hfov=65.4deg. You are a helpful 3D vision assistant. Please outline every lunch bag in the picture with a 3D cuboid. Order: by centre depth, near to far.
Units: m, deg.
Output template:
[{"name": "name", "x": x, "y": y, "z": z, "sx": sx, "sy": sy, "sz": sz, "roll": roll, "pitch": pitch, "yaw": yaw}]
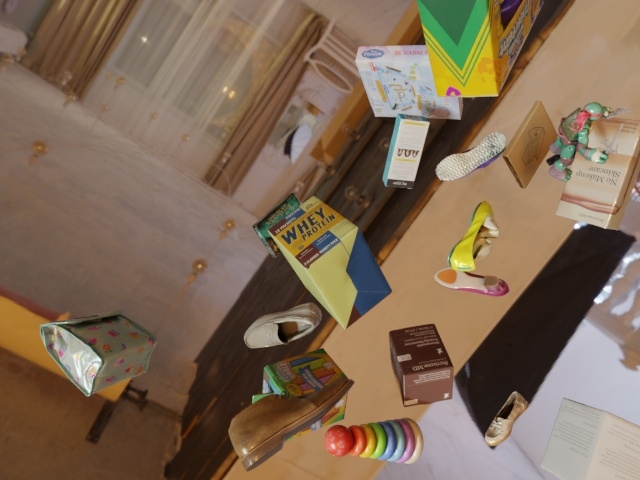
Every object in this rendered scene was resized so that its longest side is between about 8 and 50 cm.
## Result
[{"name": "lunch bag", "x": -0.663, "y": 0.302, "z": 1.482, "sx": 0.262, "sy": 0.160, "sz": 0.223, "roll": 32, "pitch": -163, "yaw": 22}]

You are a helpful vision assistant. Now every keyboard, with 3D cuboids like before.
[{"name": "keyboard", "x": 0.885, "y": -0.309, "z": 1.727, "sx": 0.100, "sy": 0.192, "sz": 0.038, "roll": 7, "pitch": -124, "yaw": -58}]

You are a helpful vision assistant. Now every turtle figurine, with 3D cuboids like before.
[{"name": "turtle figurine", "x": 0.590, "y": -0.240, "z": 1.114, "sx": 0.118, "sy": 0.175, "sz": 0.234, "roll": 28, "pitch": 159, "yaw": 8}]

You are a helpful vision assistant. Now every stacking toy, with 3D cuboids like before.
[{"name": "stacking toy", "x": 0.158, "y": 0.626, "z": 1.549, "sx": 0.330, "sy": 0.141, "sz": 0.141, "roll": 12, "pitch": -159, "yaw": -31}]

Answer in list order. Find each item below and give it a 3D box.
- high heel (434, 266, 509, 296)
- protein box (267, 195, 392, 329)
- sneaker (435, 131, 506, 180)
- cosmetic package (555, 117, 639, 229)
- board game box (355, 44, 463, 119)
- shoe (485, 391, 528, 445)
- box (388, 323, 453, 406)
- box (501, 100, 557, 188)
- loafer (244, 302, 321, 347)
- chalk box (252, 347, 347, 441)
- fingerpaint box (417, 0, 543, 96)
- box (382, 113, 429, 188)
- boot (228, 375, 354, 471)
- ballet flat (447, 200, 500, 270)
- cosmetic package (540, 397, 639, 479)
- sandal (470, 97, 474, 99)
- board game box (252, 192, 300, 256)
[{"name": "high heel", "x": 0.516, "y": 0.146, "z": 1.704, "sx": 0.244, "sy": 0.082, "sz": 0.117, "roll": -2, "pitch": 154, "yaw": 40}, {"name": "protein box", "x": 0.019, "y": 0.043, "z": 1.090, "sx": 0.201, "sy": 0.136, "sz": 0.200, "roll": 41, "pitch": 165, "yaw": 54}, {"name": "sneaker", "x": 0.615, "y": -0.318, "z": 2.015, "sx": 0.146, "sy": 0.293, "sz": 0.102, "roll": 9, "pitch": -123, "yaw": -67}, {"name": "cosmetic package", "x": 0.802, "y": -0.191, "z": 1.412, "sx": 0.129, "sy": 0.296, "sz": 0.153, "roll": 1, "pitch": -164, "yaw": -46}, {"name": "board game box", "x": 0.309, "y": -0.527, "z": 1.684, "sx": 0.318, "sy": 0.066, "sz": 0.318, "roll": 8, "pitch": 163, "yaw": 21}, {"name": "shoe", "x": 0.617, "y": 0.597, "z": 1.677, "sx": 0.076, "sy": 0.219, "sz": 0.058, "roll": -12, "pitch": 111, "yaw": 59}, {"name": "box", "x": 0.335, "y": 0.418, "z": 1.681, "sx": 0.203, "sy": 0.168, "sz": 0.167, "roll": -103, "pitch": 5, "yaw": -55}, {"name": "box", "x": 0.617, "y": -0.279, "z": 1.464, "sx": 0.164, "sy": 0.201, "sz": 0.021, "roll": 40, "pitch": 170, "yaw": -40}, {"name": "loafer", "x": -0.143, "y": 0.313, "z": 1.751, "sx": 0.112, "sy": 0.319, "sz": 0.111, "roll": 55, "pitch": -156, "yaw": -17}, {"name": "chalk box", "x": -0.078, "y": 0.501, "z": 1.608, "sx": 0.289, "sy": 0.180, "sz": 0.179, "roll": -12, "pitch": -148, "yaw": -29}, {"name": "fingerpaint box", "x": 0.394, "y": -0.625, "z": 1.185, "sx": 0.163, "sy": 0.445, "sz": 0.371, "roll": 10, "pitch": 143, "yaw": 34}, {"name": "box", "x": 0.288, "y": -0.302, "z": 1.699, "sx": 0.101, "sy": 0.244, "sz": 0.060, "roll": 5, "pitch": -148, "yaw": -9}, {"name": "boot", "x": -0.060, "y": 0.371, "z": 1.111, "sx": 0.115, "sy": 0.305, "sz": 0.112, "roll": 51, "pitch": 151, "yaw": 25}, {"name": "ballet flat", "x": 0.391, "y": -0.008, "z": 1.215, "sx": 0.077, "sy": 0.231, "sz": 0.077, "roll": 10, "pitch": 138, "yaw": 41}, {"name": "cosmetic package", "x": 0.648, "y": 0.495, "z": 1.166, "sx": 0.151, "sy": 0.183, "sz": 0.151, "roll": 25, "pitch": 172, "yaw": -7}, {"name": "sandal", "x": 0.589, "y": -0.584, "z": 1.768, "sx": 0.054, "sy": 0.097, "sz": 0.254, "roll": 47, "pitch": -132, "yaw": -2}, {"name": "board game box", "x": -0.121, "y": -0.051, "z": 1.609, "sx": 0.026, "sy": 0.186, "sz": 0.126, "roll": -3, "pitch": 125, "yaw": 50}]
